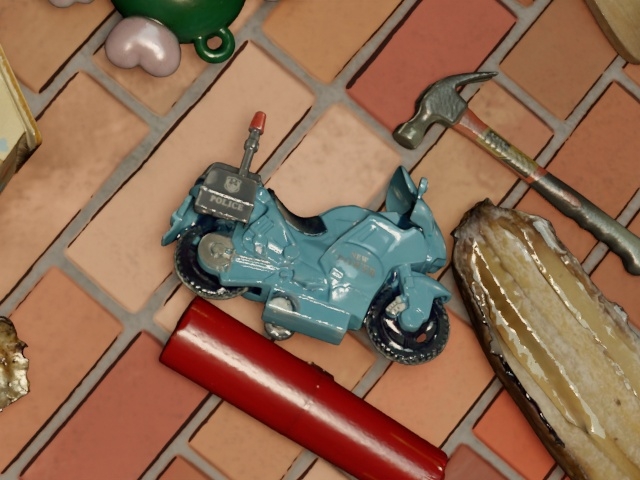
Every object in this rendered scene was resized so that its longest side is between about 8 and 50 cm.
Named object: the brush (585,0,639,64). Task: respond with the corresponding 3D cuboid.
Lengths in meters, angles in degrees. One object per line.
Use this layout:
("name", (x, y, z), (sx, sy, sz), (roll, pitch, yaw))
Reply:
("brush", (0.225, -0.305, 1.610), (0.070, 0.065, 0.327), (-44, 101, -20))

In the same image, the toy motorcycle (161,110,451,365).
("toy motorcycle", (0.000, 0.000, 1.477), (0.272, 0.124, 0.182), (18, 63, -2))

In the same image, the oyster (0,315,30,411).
("oyster", (-0.341, 0.116, 1.416), (0.177, 0.056, 0.105), (-26, 112, 2))

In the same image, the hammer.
("hammer", (0.213, -0.058, 1.578), (0.287, 0.033, 0.111), (38, 77, -4))

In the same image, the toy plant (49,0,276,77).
("toy plant", (-0.140, -0.269, 1.496), (0.243, 0.112, 0.232), (43, 74, 3))

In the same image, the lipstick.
("lipstick", (-0.013, 0.151, 1.482), (0.279, 0.073, 0.073), (32, 77, -5))

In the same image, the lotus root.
("lotus root", (0.220, 0.115, 1.536), (0.167, 0.078, 0.329), (-32, 87, -37))

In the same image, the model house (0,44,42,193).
("model house", (-0.398, -0.126, 1.406), (0.326, 0.169, 0.244), (34, 69, -10))
